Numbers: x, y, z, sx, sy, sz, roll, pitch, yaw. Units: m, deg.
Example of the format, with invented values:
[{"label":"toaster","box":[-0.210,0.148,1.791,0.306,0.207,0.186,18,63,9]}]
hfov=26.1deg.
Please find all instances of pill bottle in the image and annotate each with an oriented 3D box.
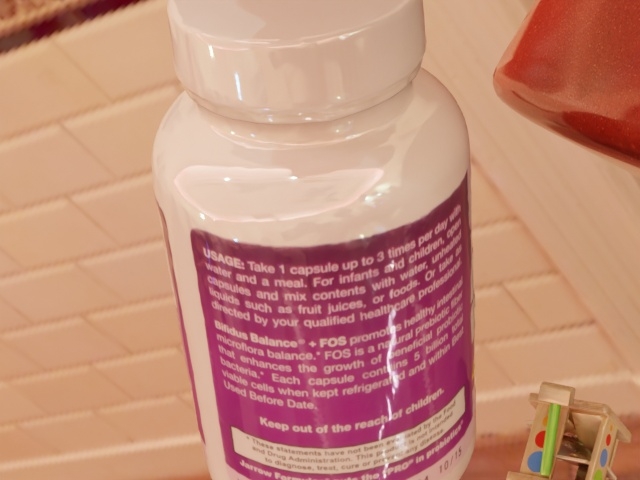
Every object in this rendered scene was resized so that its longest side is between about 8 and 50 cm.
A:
[{"label":"pill bottle","box":[0.000,0.000,0.749,0.169,0.301,0.169,-4,35,3]}]

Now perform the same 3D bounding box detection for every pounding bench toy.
[{"label":"pounding bench toy","box":[0.145,0.129,0.838,0.052,0.083,0.065,6,65,34]}]

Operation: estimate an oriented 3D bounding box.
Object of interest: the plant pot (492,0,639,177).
[{"label":"plant pot","box":[0.275,-0.101,0.674,0.267,0.267,0.236,-61,10,17]}]
